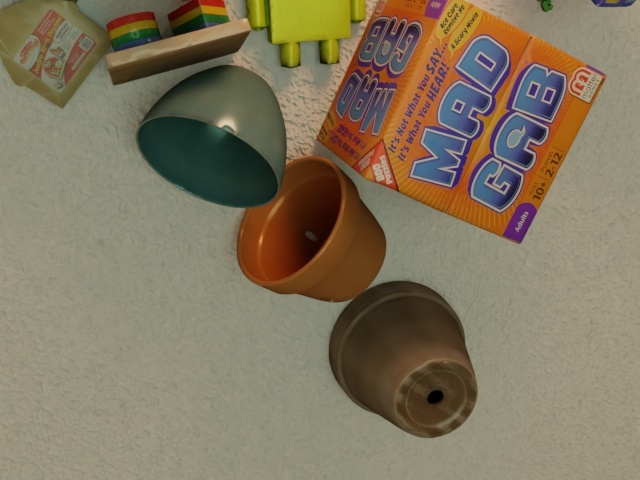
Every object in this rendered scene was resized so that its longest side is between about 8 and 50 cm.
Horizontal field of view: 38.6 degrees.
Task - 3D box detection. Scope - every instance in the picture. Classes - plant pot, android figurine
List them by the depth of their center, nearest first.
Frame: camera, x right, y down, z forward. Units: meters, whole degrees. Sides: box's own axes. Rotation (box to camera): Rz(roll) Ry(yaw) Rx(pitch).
[{"bbox_3d":[-0.184,-0.224,1.774,0.290,0.290,0.195,32,61,-22],"label":"plant pot"},{"bbox_3d":[-0.027,-0.486,1.823,0.248,0.056,0.273,-9,111,-12],"label":"android figurine"},{"bbox_3d":[0.000,0.000,1.888,0.203,0.291,0.291,33,97,-38],"label":"plant pot"},{"bbox_3d":[0.207,0.289,2.028,0.323,0.280,0.323,-5,110,-14],"label":"plant pot"}]

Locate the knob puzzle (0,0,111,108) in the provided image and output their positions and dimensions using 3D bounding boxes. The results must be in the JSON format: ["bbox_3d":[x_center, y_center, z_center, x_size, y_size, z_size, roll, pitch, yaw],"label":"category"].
[{"bbox_3d":[-0.523,-0.375,1.737,0.213,0.030,0.213,-5,110,-14],"label":"knob puzzle"}]

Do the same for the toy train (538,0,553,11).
[{"bbox_3d":[0.474,-0.529,1.968,0.023,0.017,0.083,-32,114,8],"label":"toy train"}]

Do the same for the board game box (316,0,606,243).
[{"bbox_3d":[0.260,-0.260,1.813,0.356,0.356,0.356,21,101,-21],"label":"board game box"}]

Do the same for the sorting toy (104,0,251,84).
[{"bbox_3d":[-0.275,-0.377,1.693,0.257,0.255,0.089,-17,96,-9],"label":"sorting toy"}]

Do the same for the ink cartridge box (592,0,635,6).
[{"bbox_3d":[0.552,-0.625,1.712,0.151,0.395,0.270,-18,154,-46],"label":"ink cartridge box"}]

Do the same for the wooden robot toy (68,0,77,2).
[{"bbox_3d":[-0.439,-0.518,1.686,0.076,0.079,0.173,16,104,-19],"label":"wooden robot toy"}]
